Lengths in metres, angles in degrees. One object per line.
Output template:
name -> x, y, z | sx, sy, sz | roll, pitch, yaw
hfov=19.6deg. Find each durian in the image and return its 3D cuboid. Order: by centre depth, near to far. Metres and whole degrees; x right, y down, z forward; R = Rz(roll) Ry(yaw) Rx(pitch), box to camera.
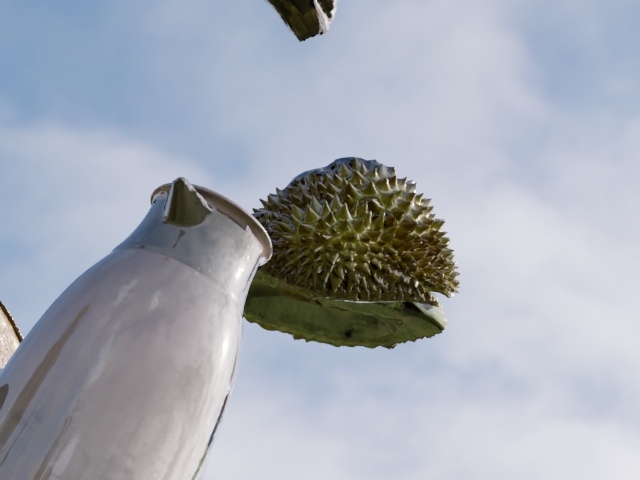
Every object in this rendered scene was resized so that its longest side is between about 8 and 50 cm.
durian -> 0.000, 0.000, 1.609 | 0.237, 0.137, 0.193 | 19, -23, -33

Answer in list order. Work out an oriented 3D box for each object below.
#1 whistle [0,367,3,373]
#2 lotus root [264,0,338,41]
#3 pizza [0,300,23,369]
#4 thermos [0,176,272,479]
whistle -> -0.285, 0.123, 1.600 | 0.198, 0.057, 0.104 | 35, 2, -17
lotus root -> -0.097, -0.278, 1.473 | 0.310, 0.182, 0.183 | 38, -40, -17
pizza -> -0.379, 0.145, 2.076 | 0.052, 0.195, 0.185 | -16, -48, 13
thermos -> -0.085, 0.070, 0.869 | 0.105, 0.193, 0.137 | 13, -31, 25
